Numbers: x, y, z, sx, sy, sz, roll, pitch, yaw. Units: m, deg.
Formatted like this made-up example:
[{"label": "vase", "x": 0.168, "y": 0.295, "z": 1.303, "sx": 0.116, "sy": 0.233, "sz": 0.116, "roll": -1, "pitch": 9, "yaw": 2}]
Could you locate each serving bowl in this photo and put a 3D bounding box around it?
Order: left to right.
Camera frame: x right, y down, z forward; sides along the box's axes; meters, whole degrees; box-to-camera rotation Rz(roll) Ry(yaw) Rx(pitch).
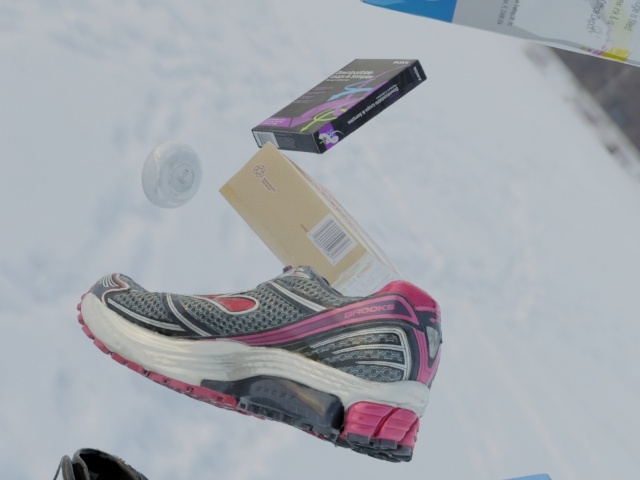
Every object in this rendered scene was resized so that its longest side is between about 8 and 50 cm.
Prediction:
[{"label": "serving bowl", "x": -0.171, "y": -0.077, "z": 2.191, "sx": 0.027, "sy": 0.083, "sz": 0.083, "roll": 17, "pitch": -19, "yaw": 47}]

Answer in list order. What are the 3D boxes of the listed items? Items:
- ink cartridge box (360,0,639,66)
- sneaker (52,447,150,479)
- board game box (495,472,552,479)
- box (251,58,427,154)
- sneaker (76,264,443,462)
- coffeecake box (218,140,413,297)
[{"label": "ink cartridge box", "x": 0.154, "y": -0.200, "z": 0.922, "sx": 0.232, "sy": 0.168, "sz": 0.171, "roll": 14, "pitch": -20, "yaw": 2}, {"label": "sneaker", "x": -0.268, "y": 0.326, "z": 1.865, "sx": 0.169, "sy": 0.257, "sz": 0.447, "roll": 19, "pitch": -3, "yaw": -35}, {"label": "board game box", "x": 0.042, "y": 0.343, "z": 1.569, "sx": 0.308, "sy": 0.302, "sz": 0.086, "roll": -2, "pitch": 44, "yaw": -42}, {"label": "box", "x": 0.020, "y": -0.146, "z": 1.973, "sx": 0.116, "sy": 0.162, "sz": 0.029, "roll": 8, "pitch": -53, "yaw": 53}, {"label": "sneaker", "x": -0.041, "y": 0.066, "z": 1.274, "sx": 0.299, "sy": 0.112, "sz": 0.121, "roll": 13, "pitch": -11, "yaw": 36}, {"label": "coffeecake box", "x": 0.000, "y": 0.000, "z": 1.717, "sx": 0.142, "sy": 0.068, "sz": 0.185, "roll": 48, "pitch": 4, "yaw": 19}]
